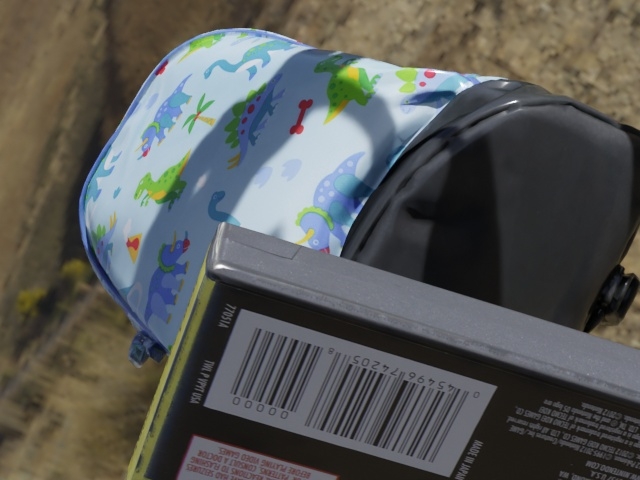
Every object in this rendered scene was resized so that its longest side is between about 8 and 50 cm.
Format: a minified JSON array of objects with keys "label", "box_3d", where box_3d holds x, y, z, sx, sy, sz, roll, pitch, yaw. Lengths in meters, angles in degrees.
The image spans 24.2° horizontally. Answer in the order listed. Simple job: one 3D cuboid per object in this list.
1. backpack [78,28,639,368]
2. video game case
[{"label":"backpack","box_3d":[0.000,0.000,0.957,0.290,0.273,0.355,-62,17,4]},{"label":"video game case","box_3d":[0.052,0.136,0.607,0.035,0.274,0.248,-85,14,-56]}]
